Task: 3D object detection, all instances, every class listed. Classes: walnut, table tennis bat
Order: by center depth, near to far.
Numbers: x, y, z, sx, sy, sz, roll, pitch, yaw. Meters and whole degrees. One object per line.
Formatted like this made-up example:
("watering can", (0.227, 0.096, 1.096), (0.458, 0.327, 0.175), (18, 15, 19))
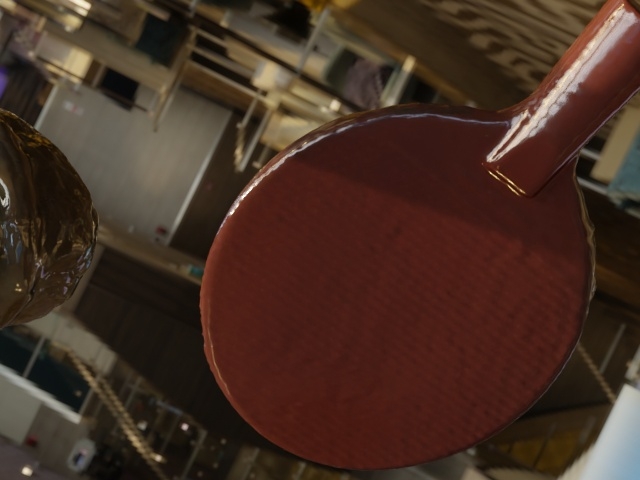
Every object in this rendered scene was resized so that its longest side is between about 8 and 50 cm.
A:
("table tennis bat", (0.086, 0.003, 0.783), (0.268, 0.415, 0.051), (36, -159, -12))
("walnut", (-0.304, -0.016, 0.952), (0.224, 0.224, 0.224), (26, -179, 0))
